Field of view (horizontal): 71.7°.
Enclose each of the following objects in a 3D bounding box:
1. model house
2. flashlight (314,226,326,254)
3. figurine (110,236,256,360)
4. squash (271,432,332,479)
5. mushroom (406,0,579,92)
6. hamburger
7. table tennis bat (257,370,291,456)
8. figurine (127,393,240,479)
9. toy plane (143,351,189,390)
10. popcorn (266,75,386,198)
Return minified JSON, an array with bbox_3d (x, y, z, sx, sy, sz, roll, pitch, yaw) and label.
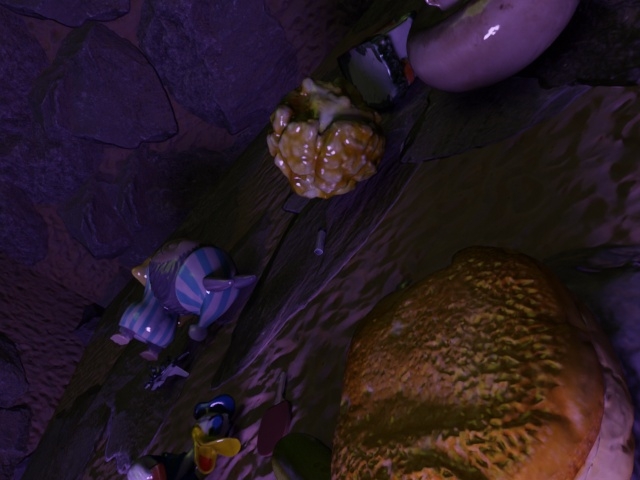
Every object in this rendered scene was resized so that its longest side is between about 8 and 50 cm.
[{"bbox_3d":[0.235,-0.543,1.284,0.300,0.190,0.271,-39,19,-8],"label":"model house"},{"bbox_3d":[0.000,0.000,1.087,0.018,0.018,0.083,-37,28,33],"label":"flashlight"},{"bbox_3d":[-0.380,0.144,1.255,0.377,0.266,0.361,-19,39,49],"label":"figurine"},{"bbox_3d":[0.019,0.323,0.533,0.094,0.094,0.341,-56,22,-10],"label":"squash"},{"bbox_3d":[0.309,-0.477,0.865,0.362,0.294,0.362,-39,29,27],"label":"mushroom"},{"bbox_3d":[0.139,0.151,0.454,0.289,0.170,0.314,-30,31,34],"label":"hamburger"},{"bbox_3d":[-0.080,0.313,0.809,0.087,0.013,0.157,-38,30,34],"label":"table tennis bat"},{"bbox_3d":[-0.275,0.418,0.805,0.338,0.204,0.283,-54,-5,-34],"label":"figurine"},{"bbox_3d":[-0.466,0.388,1.301,0.234,0.082,0.160,-30,6,38],"label":"toy plane"},{"bbox_3d":[0.022,-0.250,1.079,0.279,0.275,0.335,22,28,29],"label":"popcorn"}]
